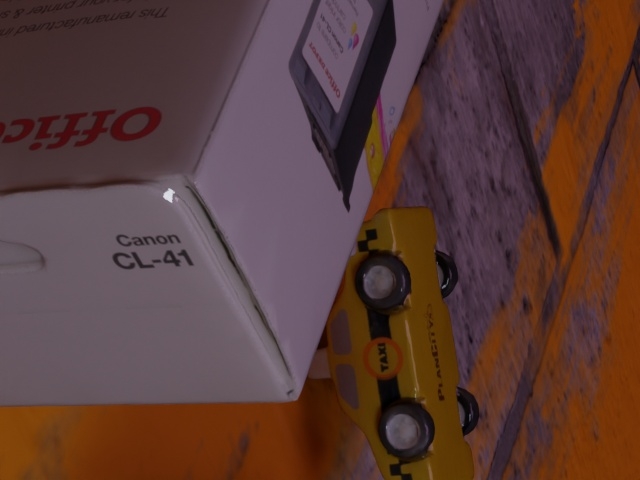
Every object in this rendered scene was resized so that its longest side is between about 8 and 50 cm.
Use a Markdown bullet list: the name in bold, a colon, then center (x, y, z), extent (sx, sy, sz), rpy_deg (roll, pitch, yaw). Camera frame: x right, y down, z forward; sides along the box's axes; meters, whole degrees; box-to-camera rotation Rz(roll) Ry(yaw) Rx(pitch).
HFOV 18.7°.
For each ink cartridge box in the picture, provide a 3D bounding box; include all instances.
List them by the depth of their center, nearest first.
- **ink cartridge box**: center (-0.083, -0.080, 0.854), extent (0.131, 0.226, 0.306), rpy_deg (62, 36, -39)

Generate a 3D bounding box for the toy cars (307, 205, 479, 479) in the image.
- **toy cars**: center (0.000, 0.000, 1.196), extent (0.176, 0.087, 0.393), rpy_deg (-74, 146, -45)
